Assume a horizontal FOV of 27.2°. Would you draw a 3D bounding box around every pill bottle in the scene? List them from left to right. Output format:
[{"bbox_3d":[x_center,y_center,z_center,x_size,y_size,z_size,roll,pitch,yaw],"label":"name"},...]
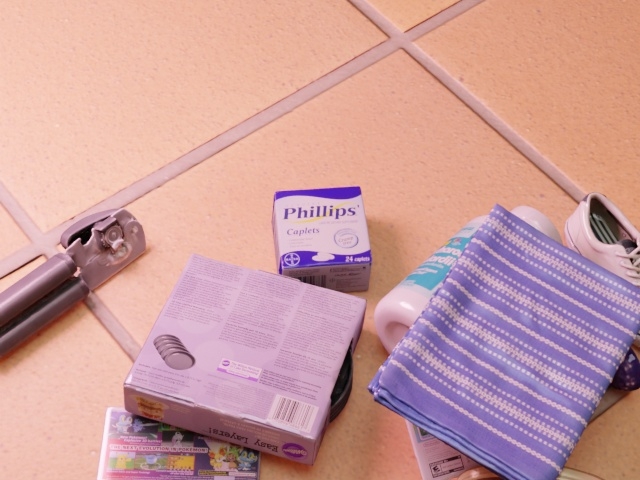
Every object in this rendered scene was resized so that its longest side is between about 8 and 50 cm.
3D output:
[{"bbox_3d":[0.205,0.064,1.749,0.146,0.146,0.264,38,60,23],"label":"pill bottle"}]

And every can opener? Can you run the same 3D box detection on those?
[{"bbox_3d":[-0.361,0.051,1.796,0.283,0.076,0.095,-38,31,-25],"label":"can opener"}]

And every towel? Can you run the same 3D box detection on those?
[{"bbox_3d":[0.238,0.125,1.605,0.243,0.040,0.336,31,59,11],"label":"towel"}]

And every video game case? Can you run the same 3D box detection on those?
[{"bbox_3d":[-0.176,0.294,1.640,0.201,0.023,0.183,2,54,0],"label":"video game case"},{"bbox_3d":[0.183,0.211,1.620,0.157,0.019,0.143,-15,80,-4],"label":"video game case"}]

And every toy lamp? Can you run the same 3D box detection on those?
[{"bbox_3d":[0.279,0.209,1.690,0.275,0.080,0.080,-19,56,-18],"label":"toy lamp"}]

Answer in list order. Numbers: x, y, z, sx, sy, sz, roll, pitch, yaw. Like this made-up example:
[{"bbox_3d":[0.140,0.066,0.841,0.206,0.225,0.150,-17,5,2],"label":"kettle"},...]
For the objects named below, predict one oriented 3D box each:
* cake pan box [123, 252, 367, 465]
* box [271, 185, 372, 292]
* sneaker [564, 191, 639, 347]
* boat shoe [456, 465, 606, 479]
[{"bbox_3d":[-0.087,0.147,1.706,0.267,0.070,0.245,14,48,7],"label":"cake pan box"},{"bbox_3d":[0.000,0.000,1.833,0.126,0.072,0.137,-4,53,-6],"label":"box"},{"bbox_3d":[0.417,0.044,1.806,0.094,0.091,0.258,-22,58,-18],"label":"sneaker"},{"bbox_3d":[0.319,0.360,1.556,0.342,0.123,0.123,17,54,3],"label":"boat shoe"}]
